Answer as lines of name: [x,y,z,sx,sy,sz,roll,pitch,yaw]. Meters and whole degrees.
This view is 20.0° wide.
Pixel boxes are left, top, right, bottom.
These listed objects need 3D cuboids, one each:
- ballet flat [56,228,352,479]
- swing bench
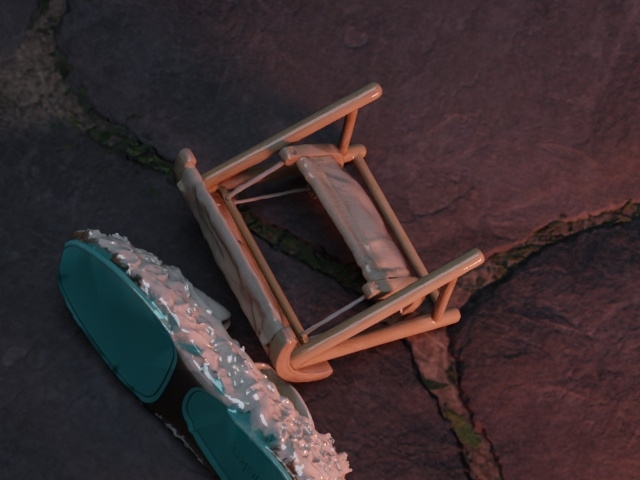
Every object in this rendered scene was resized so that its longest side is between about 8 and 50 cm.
ballet flat: [-0.121,0.145,1.954,0.147,0.147,0.409,-36,75,-19]
swing bench: [0.000,0.000,1.992,0.255,0.165,0.253,-22,67,-17]
